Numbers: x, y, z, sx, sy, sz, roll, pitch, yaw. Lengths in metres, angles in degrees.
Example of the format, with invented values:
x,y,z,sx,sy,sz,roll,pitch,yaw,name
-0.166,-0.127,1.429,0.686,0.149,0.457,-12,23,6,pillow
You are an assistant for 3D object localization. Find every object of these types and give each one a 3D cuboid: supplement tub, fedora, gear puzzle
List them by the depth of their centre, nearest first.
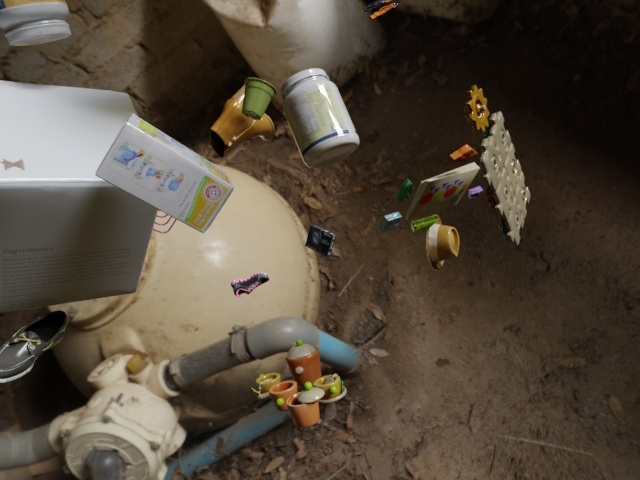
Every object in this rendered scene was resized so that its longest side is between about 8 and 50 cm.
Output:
x,y,z,sx,sy,sz,roll,pitch,yaw,name
0.344,-0.150,0.949,0.044,0.339,0.175,-3,46,40,gear puzzle
-0.605,-0.511,0.960,0.144,0.144,0.200,-4,112,23,supplement tub
0.414,0.009,1.587,0.079,0.194,0.194,2,74,32,fedora
-0.009,-0.474,1.860,0.235,0.235,0.325,-24,81,15,supplement tub

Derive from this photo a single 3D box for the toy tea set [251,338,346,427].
x,y,z,sx,sy,sz,roll,pitch,yaw,name
-0.053,0.344,1.207,0.200,0.336,0.124,-15,95,-24,toy tea set

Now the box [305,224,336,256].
x,y,z,sx,sy,sz,roll,pitch,yaw,name
0.000,0.000,1.347,0.083,0.018,0.067,27,109,32,box

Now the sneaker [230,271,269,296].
x,y,z,sx,sy,sz,roll,pitch,yaw,name
-0.205,0.135,1.407,0.119,0.047,0.057,-18,48,3,sneaker

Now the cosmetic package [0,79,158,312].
x,y,z,sx,sy,sz,roll,pitch,yaw,name
-0.592,-0.095,1.085,0.329,0.327,0.394,58,136,30,cosmetic package

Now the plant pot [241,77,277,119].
x,y,z,sx,sy,sz,roll,pitch,yaw,name
-0.159,-0.343,1.169,0.083,0.083,0.079,14,82,27,plant pot

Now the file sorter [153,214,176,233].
x,y,z,sx,sy,sz,roll,pitch,yaw,name
-0.698,-0.193,2.010,0.202,0.182,0.291,-52,35,15,file sorter

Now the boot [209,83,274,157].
x,y,z,sx,sy,sz,roll,pitch,yaw,name
-0.259,-0.346,1.530,0.104,0.295,0.211,31,78,15,boot

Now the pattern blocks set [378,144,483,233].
x,y,z,sx,sy,sz,roll,pitch,yaw,name
0.295,-0.120,1.151,0.026,0.324,0.285,56,139,28,pattern blocks set

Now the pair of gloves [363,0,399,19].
x,y,z,sx,sy,sz,roll,pitch,yaw,name
0.144,-0.555,1.129,0.074,0.010,0.083,-23,43,8,pair of gloves

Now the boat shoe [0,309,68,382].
x,y,z,sx,sy,sz,roll,pitch,yaw,name
-0.651,0.228,1.061,0.081,0.228,0.069,30,107,-6,boat shoe

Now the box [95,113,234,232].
x,y,z,sx,sy,sz,roll,pitch,yaw,name
-0.270,-0.118,0.842,0.103,0.203,0.114,-54,26,9,box
